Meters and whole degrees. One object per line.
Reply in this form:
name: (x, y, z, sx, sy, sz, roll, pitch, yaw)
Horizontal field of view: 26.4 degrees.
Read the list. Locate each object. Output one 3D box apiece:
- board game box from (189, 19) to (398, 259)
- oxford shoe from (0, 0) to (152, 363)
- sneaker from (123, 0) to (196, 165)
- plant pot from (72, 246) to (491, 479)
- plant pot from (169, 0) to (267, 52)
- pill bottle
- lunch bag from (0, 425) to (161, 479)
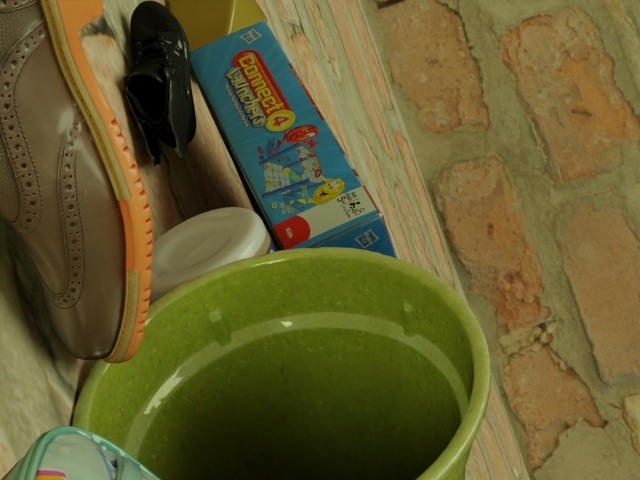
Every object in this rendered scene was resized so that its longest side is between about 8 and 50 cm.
board game box: (0.000, 0.000, 1.286, 0.308, 0.086, 0.302, 68, -4, -46)
oxford shoe: (-0.193, -0.069, 0.825, 0.130, 0.133, 0.363, 37, -37, 52)
sneaker: (-0.145, -0.144, 1.217, 0.089, 0.051, 0.170, 34, 42, -76)
plant pot: (-0.004, 0.188, 0.954, 0.276, 0.276, 0.254, -92, 171, -52)
plant pot: (-0.109, -0.212, 1.415, 0.081, 0.081, 0.083, 54, 34, -53)
pill bottle: (-0.062, 0.077, 1.111, 0.112, 0.112, 0.186, -86, 154, -59)
lunch bag: (-0.103, 0.228, 0.642, 0.224, 0.108, 0.279, 44, 20, -18)
